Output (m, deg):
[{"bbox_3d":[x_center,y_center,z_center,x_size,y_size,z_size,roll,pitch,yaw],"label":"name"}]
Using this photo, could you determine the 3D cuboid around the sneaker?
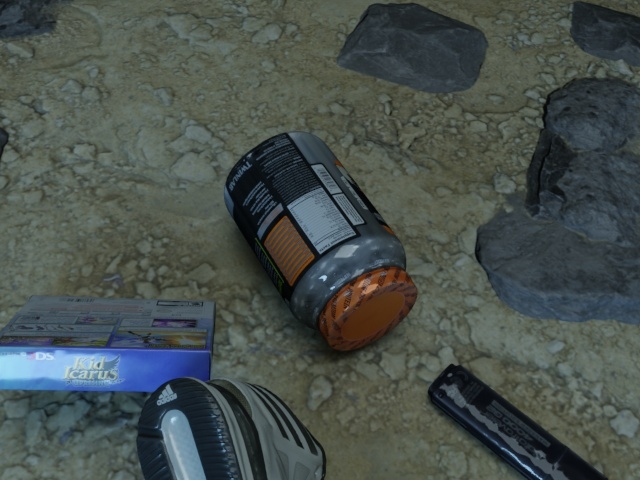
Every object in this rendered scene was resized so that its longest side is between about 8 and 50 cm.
[{"bbox_3d":[-0.042,0.369,0.992,0.169,0.257,0.447,-22,75,26],"label":"sneaker"}]

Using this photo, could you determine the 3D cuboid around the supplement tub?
[{"bbox_3d":[0.000,0.000,1.302,0.194,0.193,0.316,-20,57,-23],"label":"supplement tub"}]

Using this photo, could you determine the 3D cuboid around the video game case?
[{"bbox_3d":[-0.278,0.135,1.148,0.270,0.061,0.244,2,10,-6],"label":"video game case"}]

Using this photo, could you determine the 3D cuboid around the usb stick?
[{"bbox_3d":[0.277,0.280,1.207,0.278,0.045,0.077,37,62,21],"label":"usb stick"}]
